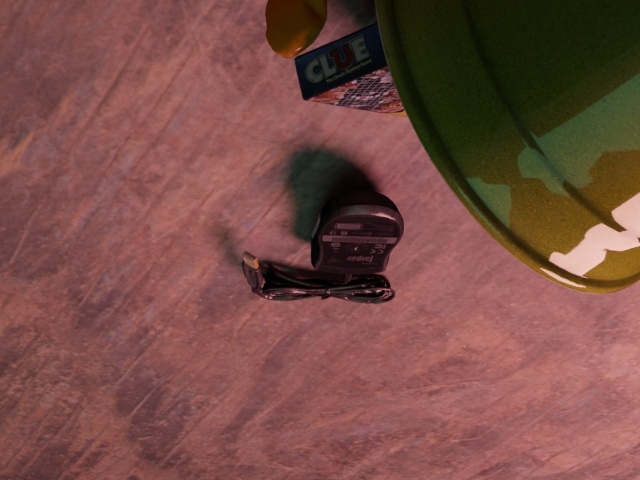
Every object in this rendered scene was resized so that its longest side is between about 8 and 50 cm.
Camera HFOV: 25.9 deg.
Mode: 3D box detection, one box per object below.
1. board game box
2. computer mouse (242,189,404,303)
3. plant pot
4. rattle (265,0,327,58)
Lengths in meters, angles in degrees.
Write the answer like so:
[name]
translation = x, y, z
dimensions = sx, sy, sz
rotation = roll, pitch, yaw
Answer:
[board game box]
translation = 0.109, -0.164, 1.282
dimensions = 0.165, 0.042, 0.243
rotation = -20, 170, 29
[computer mouse]
translation = 0.000, 0.000, 1.608
dimensions = 0.184, 0.060, 0.262
rotation = 0, 155, 0
[plant pot]
translation = 0.292, -0.194, 1.046
dimensions = 0.366, 0.366, 0.353
rotation = 31, 137, -30
[rattle]
translation = -0.022, -0.279, 1.175
dimensions = 0.130, 0.142, 0.199
rotation = 31, 150, 5
